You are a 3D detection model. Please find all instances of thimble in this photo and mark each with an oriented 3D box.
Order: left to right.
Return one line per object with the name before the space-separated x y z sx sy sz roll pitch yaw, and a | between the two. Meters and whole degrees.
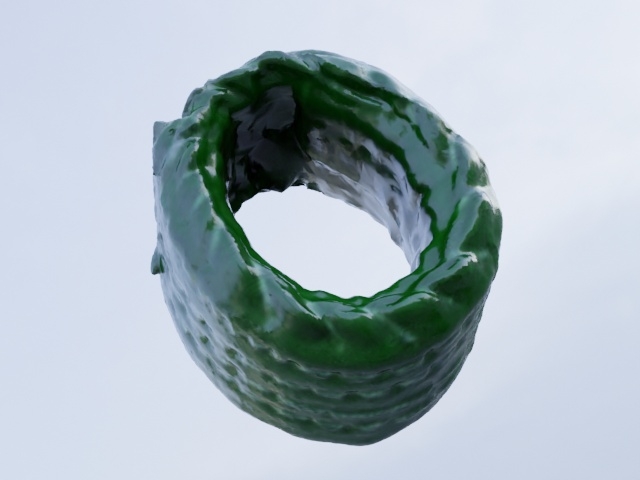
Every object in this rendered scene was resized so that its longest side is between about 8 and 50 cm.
thimble | 0.000 0.000 0.482 0.118 0.130 0.090 -52 -15 -25
